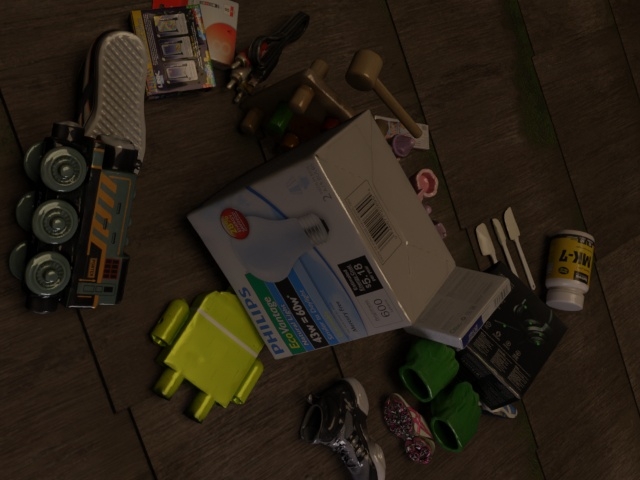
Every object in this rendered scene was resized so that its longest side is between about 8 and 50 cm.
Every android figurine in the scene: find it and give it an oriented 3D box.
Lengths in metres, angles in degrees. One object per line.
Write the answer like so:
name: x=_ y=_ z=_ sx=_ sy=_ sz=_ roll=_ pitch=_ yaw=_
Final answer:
android figurine: x=-0.213 y=0.213 z=1.565 sx=0.248 sy=0.056 sz=0.273 roll=41 pitch=62 yaw=-25

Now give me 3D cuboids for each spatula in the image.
spatula: x=0.506 y=0.049 z=2.148 sx=0.168 sy=0.019 sz=0.242 roll=-28 pitch=102 yaw=-41

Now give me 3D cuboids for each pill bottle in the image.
pill bottle: x=0.696 y=0.085 z=2.216 sx=0.119 sy=0.119 sz=0.208 roll=23 pitch=71 yaw=-32

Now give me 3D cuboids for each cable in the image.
cable: x=-0.111 y=-0.427 z=1.697 sx=0.072 sy=0.139 sz=0.287 roll=22 pitch=57 yaw=11

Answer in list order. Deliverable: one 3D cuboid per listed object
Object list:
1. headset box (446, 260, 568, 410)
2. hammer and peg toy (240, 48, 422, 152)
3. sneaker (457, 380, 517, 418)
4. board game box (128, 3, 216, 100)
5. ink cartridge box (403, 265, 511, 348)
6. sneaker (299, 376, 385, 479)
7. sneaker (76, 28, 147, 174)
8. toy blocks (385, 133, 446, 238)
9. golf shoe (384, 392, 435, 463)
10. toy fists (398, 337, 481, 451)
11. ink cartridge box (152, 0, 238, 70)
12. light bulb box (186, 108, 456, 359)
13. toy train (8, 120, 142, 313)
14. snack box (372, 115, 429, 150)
headset box: x=0.439 y=0.226 z=1.956 sx=0.246 sy=0.131 sz=0.283 roll=44 pitch=58 yaw=0
hammer and peg toy: x=0.022 y=-0.236 z=1.611 sx=0.266 sy=0.361 sz=0.127 roll=41 pitch=62 yaw=-26
sneaker: x=0.425 y=0.397 z=1.998 sx=0.211 sy=0.080 sz=0.081 roll=27 pitch=70 yaw=-31
board game box: x=-0.294 y=-0.373 z=1.568 sx=0.141 sy=0.048 sz=0.170 roll=-11 pitch=91 yaw=-19
ink cartridge box: x=0.296 y=0.146 z=1.865 sx=0.223 sy=0.224 sz=0.045 roll=-42 pitch=130 yaw=-32
sneaker: x=0.041 y=0.439 z=1.700 sx=0.153 sy=0.101 sz=0.268 roll=-10 pitch=84 yaw=-36
sneaker: x=-0.389 y=-0.228 z=1.465 sx=0.126 sy=0.127 sz=0.321 roll=7 pitch=104 yaw=-30
toy blocks: x=0.175 y=-0.051 z=1.761 sx=0.288 sy=0.260 sz=0.309 roll=-47 pitch=111 yaw=-32
golf shoe: x=0.207 y=0.428 z=1.851 sx=0.186 sy=0.067 sz=0.086 roll=60 pitch=29 yaw=-14
toy fists: x=0.286 y=0.353 z=1.859 sx=0.142 sy=0.096 sz=0.279 roll=-40 pitch=105 yaw=-38
ink cartridge box: x=-0.258 y=-0.447 z=1.631 sx=0.179 sy=0.045 sz=0.145 roll=12 pitch=76 yaw=-37
light bulb box: x=0.000 y=0.000 z=1.527 sx=0.358 sy=0.361 sz=0.225 roll=59 pitch=41 yaw=-11
toy train: x=-0.419 y=-0.034 z=1.371 sx=0.190 sy=0.142 sz=0.334 roll=6 pitch=97 yaw=-38
snack box: x=0.197 y=-0.265 z=1.955 sx=0.178 sy=0.022 sz=0.064 roll=3 pitch=83 yaw=-36
